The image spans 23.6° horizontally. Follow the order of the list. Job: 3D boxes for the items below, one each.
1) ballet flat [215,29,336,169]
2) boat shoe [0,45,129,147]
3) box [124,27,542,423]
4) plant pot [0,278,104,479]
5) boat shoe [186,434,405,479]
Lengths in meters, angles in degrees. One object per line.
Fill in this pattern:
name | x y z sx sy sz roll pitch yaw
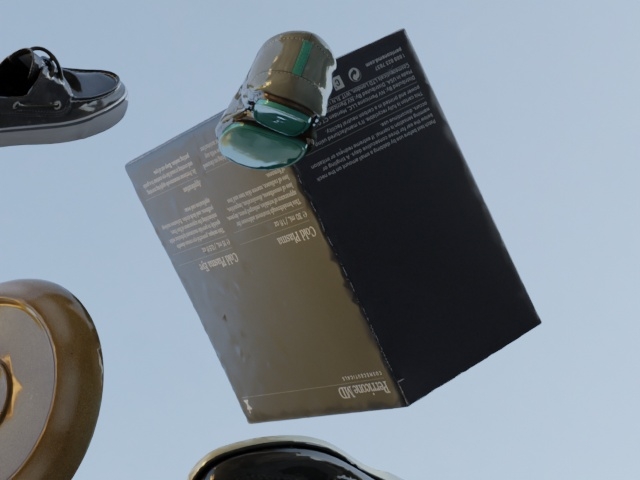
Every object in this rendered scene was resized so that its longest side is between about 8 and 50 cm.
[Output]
ballet flat | -0.027 -0.101 1.109 0.072 0.068 0.213 19 -11 -8
boat shoe | -0.265 -0.134 1.351 0.228 0.080 0.076 -11 -50 -36
box | 0.000 0.000 1.522 0.179 0.343 0.312 -27 -85 -29
plant pot | -0.287 0.140 1.317 0.236 0.236 0.032 -30 -34 20
boat shoe | 0.003 0.116 0.634 0.133 0.042 0.049 25 -63 -38
